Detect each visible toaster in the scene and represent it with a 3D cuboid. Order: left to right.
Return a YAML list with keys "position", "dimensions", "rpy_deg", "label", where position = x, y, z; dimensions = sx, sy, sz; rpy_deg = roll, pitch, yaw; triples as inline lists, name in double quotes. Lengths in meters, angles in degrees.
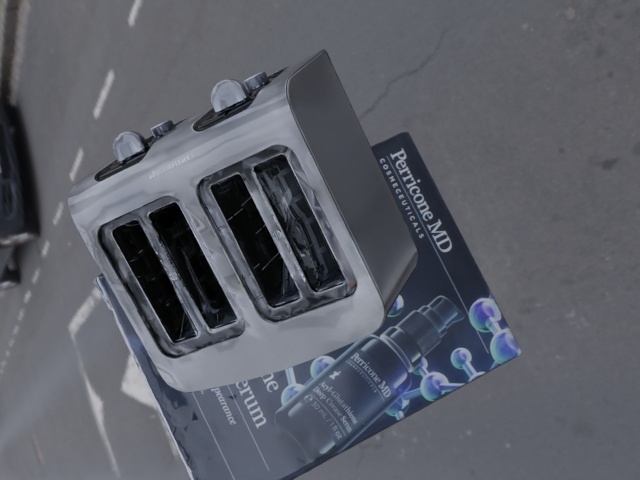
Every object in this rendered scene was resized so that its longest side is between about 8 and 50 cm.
- position: [-0.043, -0.004, 0.482]
  dimensions: [0.168, 0.110, 0.185]
  rpy_deg: [-21, 103, 24]
  label: "toaster"

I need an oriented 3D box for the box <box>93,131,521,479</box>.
- position: [-0.018, 0.098, 0.925]
  dimensions: [0.293, 0.395, 0.212]
  rpy_deg: [63, 170, 4]
  label: "box"
